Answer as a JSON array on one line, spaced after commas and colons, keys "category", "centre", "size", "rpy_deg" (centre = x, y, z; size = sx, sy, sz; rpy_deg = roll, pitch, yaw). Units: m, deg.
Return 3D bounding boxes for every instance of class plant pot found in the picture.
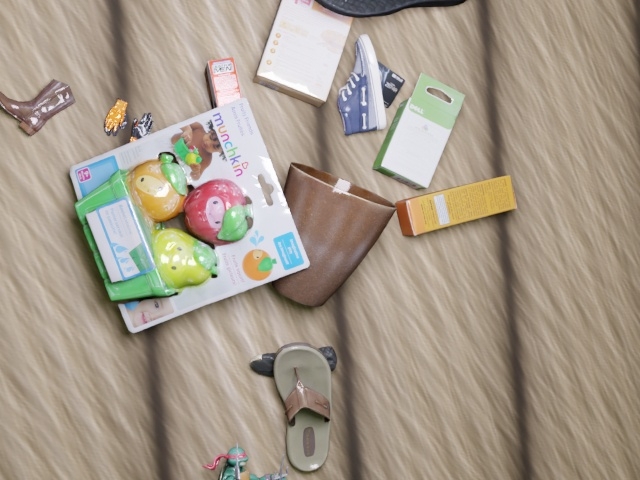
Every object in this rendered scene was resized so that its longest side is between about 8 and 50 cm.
[{"category": "plant pot", "centre": [0.000, 0.000, 1.378], "size": [0.215, 0.215, 0.230], "rpy_deg": [21, 100, -12]}]

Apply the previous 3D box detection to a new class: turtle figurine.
[{"category": "turtle figurine", "centre": [-0.142, 0.479, 1.382], "size": [0.175, 0.118, 0.234], "rpy_deg": [-3, 93, -54]}]

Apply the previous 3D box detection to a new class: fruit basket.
[{"category": "fruit basket", "centre": [-0.239, -0.042, 1.296], "size": [0.353, 0.165, 0.327], "rpy_deg": [-20, 91, 10]}]

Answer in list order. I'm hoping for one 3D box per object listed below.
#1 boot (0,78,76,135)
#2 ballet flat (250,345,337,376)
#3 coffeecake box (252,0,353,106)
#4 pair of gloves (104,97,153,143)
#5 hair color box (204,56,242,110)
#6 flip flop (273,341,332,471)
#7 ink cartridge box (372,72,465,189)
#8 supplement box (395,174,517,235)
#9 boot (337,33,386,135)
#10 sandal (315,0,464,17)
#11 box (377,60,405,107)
[{"category": "boot", "centre": [-0.518, -0.264, 1.329], "size": [0.114, 0.037, 0.106], "rpy_deg": [-43, 112, -6]}, {"category": "ballet flat", "centre": [-0.053, 0.238, 1.441], "size": [0.173, 0.049, 0.057], "rpy_deg": [0, 131, -11]}, {"category": "coffeecake box", "centre": [-0.033, -0.376, 1.425], "size": [0.142, 0.068, 0.185], "rpy_deg": [19, 86, -13]}, {"category": "pair of gloves", "centre": [-0.361, -0.220, 1.379], "size": [0.083, 0.010, 0.074], "rpy_deg": [26, 84, -13]}, {"category": "hair color box", "centre": [-0.176, -0.250, 1.380], "size": [0.053, 0.093, 0.167], "rpy_deg": [-11, 92, -13]}, {"category": "flip flop", "centre": [-0.028, 0.326, 1.400], "size": [0.112, 0.080, 0.277], "rpy_deg": [-4, 104, -7]}, {"category": "ink cartridge box", "centre": [0.199, -0.219, 1.482], "size": [0.109, 0.062, 0.209], "rpy_deg": [24, 84, -12]}, {"category": "supplement box", "centre": [0.278, -0.072, 1.493], "size": [0.233, 0.078, 0.080], "rpy_deg": [-16, 94, -12]}, {"category": "boot", "centre": [0.072, -0.301, 1.431], "size": [0.086, 0.069, 0.190], "rpy_deg": [-13, 109, -3]}, {"category": "sandal", "centre": [0.121, -0.506, 1.428], "size": [0.446, 0.107, 0.167], "rpy_deg": [-9, 88, -32]}, {"category": "box", "centre": [0.121, -0.319, 1.486], "size": [0.083, 0.018, 0.067], "rpy_deg": [33, 84, -11]}]
